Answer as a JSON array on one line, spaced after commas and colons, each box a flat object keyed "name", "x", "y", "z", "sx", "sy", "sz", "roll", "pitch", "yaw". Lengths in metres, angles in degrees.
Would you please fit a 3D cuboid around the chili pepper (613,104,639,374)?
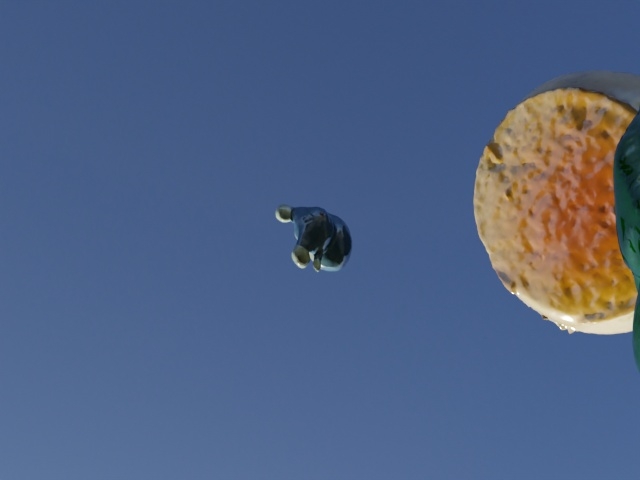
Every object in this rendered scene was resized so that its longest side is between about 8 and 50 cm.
[{"name": "chili pepper", "x": 0.289, "y": -0.030, "z": 0.725, "sx": 0.167, "sy": 0.385, "sz": 0.213, "roll": -1, "pitch": -45, "yaw": 20}]

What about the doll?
[{"name": "doll", "x": 0.000, "y": 0.000, "z": 1.051, "sx": 0.050, "sy": 0.076, "sz": 0.083, "roll": -27, "pitch": -29, "yaw": 20}]

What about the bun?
[{"name": "bun", "x": 0.327, "y": -0.042, "z": 1.199, "sx": 0.165, "sy": 0.299, "sz": 0.299, "roll": -9, "pitch": -63, "yaw": -42}]
